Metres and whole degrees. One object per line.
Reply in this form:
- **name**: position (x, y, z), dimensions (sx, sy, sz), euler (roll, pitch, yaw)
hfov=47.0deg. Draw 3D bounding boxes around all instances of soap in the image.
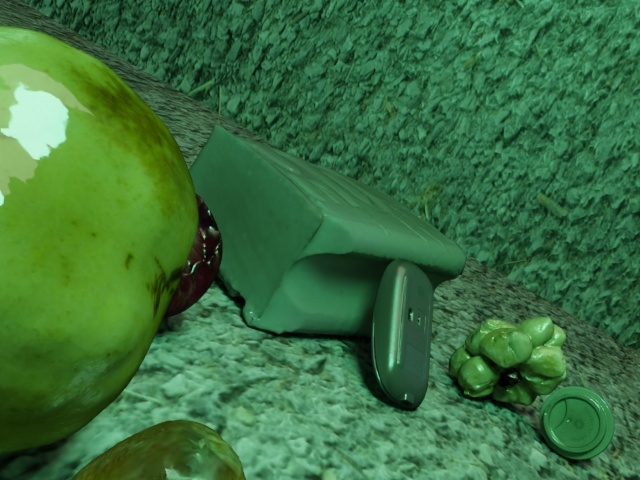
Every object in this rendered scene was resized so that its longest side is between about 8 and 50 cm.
- **soap**: position (0.000, 0.000, 1.291), dimensions (0.435, 0.212, 0.350), euler (14, 19, -48)

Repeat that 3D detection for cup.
- **cup**: position (0.446, 0.315, 1.264), dimensions (0.120, 0.120, 0.141), euler (37, 3, 30)

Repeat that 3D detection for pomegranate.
- **pomegranate**: position (-0.265, -0.001, 0.584), dimensions (0.333, 0.332, 0.332), euler (27, 14, -7)

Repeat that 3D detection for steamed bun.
- **steamed bun**: position (0.335, 0.212, 1.261), dimensions (0.178, 0.192, 0.106), euler (16, 37, -27)

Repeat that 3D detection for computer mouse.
- **computer mouse**: position (0.126, 0.141, 1.127), dimensions (0.120, 0.057, 0.232), euler (34, 52, -39)

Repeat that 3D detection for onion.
- **onion**: position (-0.244, 0.005, 0.905), dimensions (0.248, 0.161, 0.248), euler (17, 19, -6)

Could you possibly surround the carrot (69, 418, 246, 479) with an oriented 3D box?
- **carrot**: position (-0.116, 0.194, 0.378), dimensions (0.159, 0.225, 0.159), euler (32, 13, -8)
